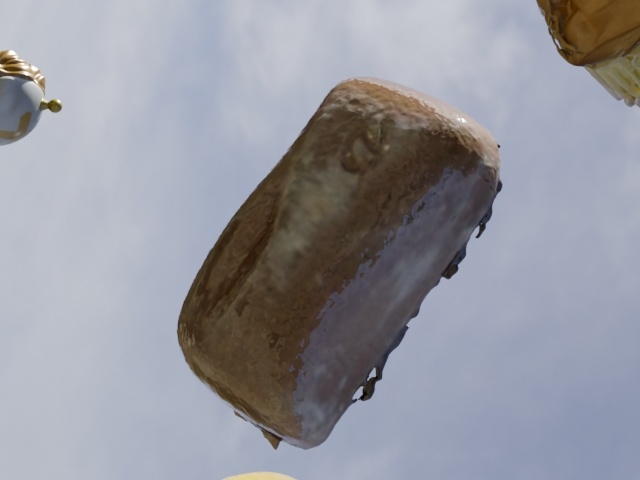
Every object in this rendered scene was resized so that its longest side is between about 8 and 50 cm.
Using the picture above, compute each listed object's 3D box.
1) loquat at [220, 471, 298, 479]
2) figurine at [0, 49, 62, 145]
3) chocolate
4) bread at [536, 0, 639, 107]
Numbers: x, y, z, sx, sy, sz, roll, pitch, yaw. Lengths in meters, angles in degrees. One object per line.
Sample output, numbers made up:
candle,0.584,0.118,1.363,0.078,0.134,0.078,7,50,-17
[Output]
loquat,-0.087,0.380,1.554,0.244,0.243,0.244,-164,-90,-70
figurine,-0.275,-0.097,1.048,0.068,0.143,0.101,65,-33,17
chocolate,0.000,-0.001,0.909,0.161,0.083,0.261,26,-102,39
bread,0.200,-0.173,0.842,0.132,0.114,0.191,-26,-128,32
